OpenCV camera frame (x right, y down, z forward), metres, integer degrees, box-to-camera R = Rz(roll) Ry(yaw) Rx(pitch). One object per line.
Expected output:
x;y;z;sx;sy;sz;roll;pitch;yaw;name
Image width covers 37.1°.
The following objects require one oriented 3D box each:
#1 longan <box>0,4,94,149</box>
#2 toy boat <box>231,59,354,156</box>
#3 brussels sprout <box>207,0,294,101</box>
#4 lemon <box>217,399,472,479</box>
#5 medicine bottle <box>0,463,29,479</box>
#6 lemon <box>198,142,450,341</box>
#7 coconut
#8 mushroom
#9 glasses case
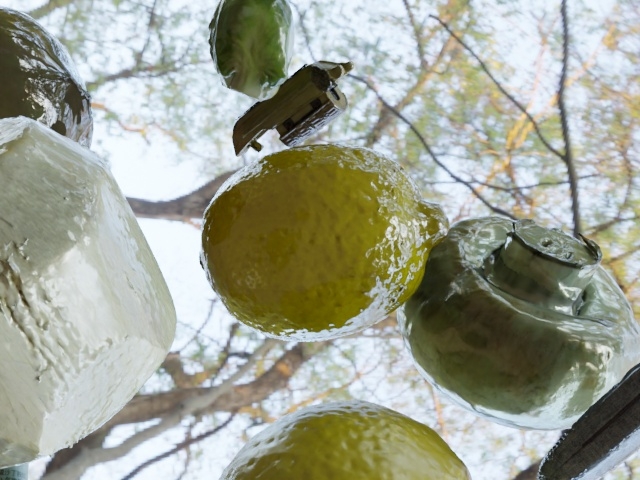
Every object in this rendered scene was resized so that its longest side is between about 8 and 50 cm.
-0.426;-0.145;1.197;0.318;0.319;0.319;-3;-95;40;longan
-0.040;-0.184;1.380;0.226;0.068;0.088;-34;-86;30;toy boat
-0.091;-0.264;1.254;0.155;0.117;0.155;-163;-90;-82;brussels sprout
0.025;0.333;1.054;0.336;0.336;0.336;-3;-95;40;lemon
-0.402;0.397;1.192;0.124;0.079;0.258;114;-27;-51;medicine bottle
0.000;0.000;1.170;0.319;0.245;0.245;-9;-100;12;lemon
-0.233;0.053;0.713;0.245;0.245;0.247;3;-54;41;coconut
0.269;0.098;1.289;0.352;0.352;0.260;39;-55;35;mushroom
0.349;0.180;1.036;0.282;0.109;0.067;-49;-118;17;glasses case
